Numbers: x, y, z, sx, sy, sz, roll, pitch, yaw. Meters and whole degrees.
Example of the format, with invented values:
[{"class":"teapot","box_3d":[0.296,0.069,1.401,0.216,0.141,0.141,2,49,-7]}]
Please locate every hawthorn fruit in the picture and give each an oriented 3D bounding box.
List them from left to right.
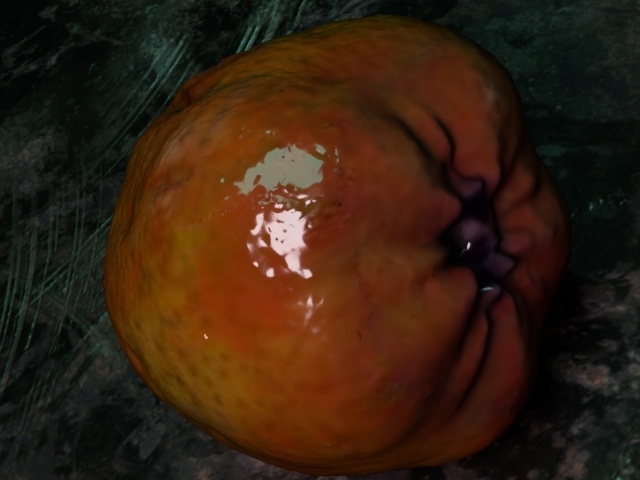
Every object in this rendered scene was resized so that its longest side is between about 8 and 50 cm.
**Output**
[{"class":"hawthorn fruit","box_3d":[0.000,0.000,1.436,0.472,0.471,0.471,-19,42,17]}]
